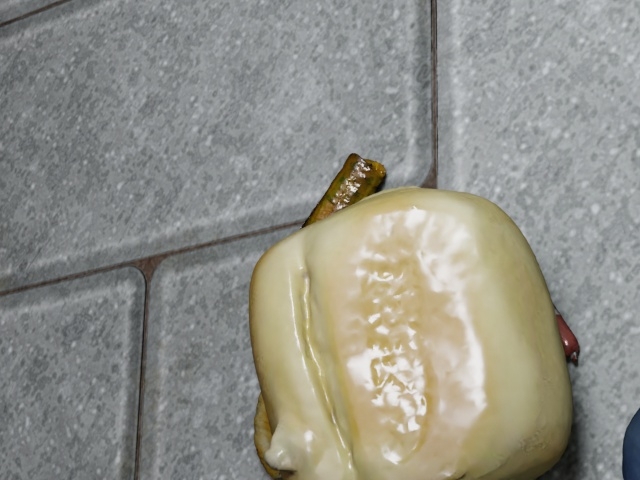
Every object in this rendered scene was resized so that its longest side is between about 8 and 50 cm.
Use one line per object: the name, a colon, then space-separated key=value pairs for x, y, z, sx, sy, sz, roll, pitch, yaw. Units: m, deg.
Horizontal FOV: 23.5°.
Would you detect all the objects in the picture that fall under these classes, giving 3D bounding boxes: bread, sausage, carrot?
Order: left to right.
carrot: x=0.000 y=0.000 z=2.051 sx=0.070 sy=0.070 sz=0.260 roll=38 pitch=98 yaw=40
bread: x=0.106 y=0.127 z=1.782 sx=0.348 sy=0.253 sz=0.376 roll=-19 pitch=76 yaw=15
sausage: x=0.253 y=0.060 z=1.854 sx=0.029 sy=0.029 sz=0.223 roll=-43 pitch=53 yaw=18

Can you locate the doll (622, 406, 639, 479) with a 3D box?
doll: x=0.416 y=0.266 z=1.589 sx=0.228 sy=0.154 sz=0.258 roll=-43 pitch=46 yaw=22

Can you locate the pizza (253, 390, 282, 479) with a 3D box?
pizza: x=0.020 y=0.203 z=1.980 sx=0.262 sy=0.034 sz=0.181 roll=-18 pitch=63 yaw=31
